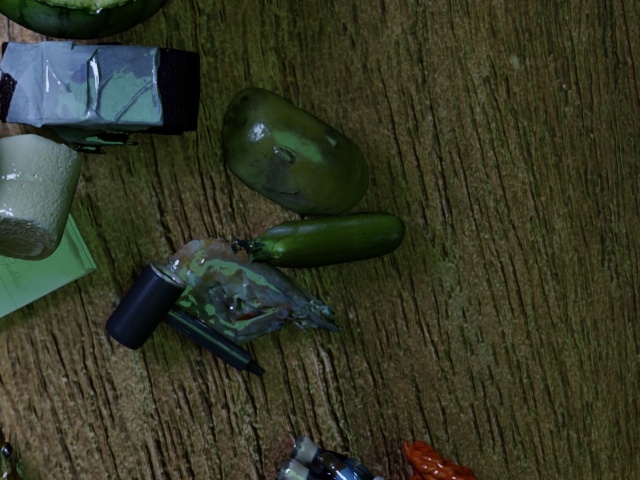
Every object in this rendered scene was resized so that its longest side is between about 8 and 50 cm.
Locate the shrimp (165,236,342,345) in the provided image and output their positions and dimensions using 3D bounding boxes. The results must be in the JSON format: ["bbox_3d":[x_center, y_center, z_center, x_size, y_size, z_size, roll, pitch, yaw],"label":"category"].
[{"bbox_3d":[-0.109,0.109,1.774,0.317,0.062,0.164,25,87,-20],"label":"shrimp"}]

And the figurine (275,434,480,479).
[{"bbox_3d":[0.112,0.444,1.746,0.412,0.306,0.241,19,92,-23],"label":"figurine"}]

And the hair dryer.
[{"bbox_3d":[-0.197,0.154,1.699,0.255,0.070,0.128,38,95,-17],"label":"hair dryer"}]

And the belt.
[{"bbox_3d":[-0.319,-0.207,1.603,0.289,0.184,0.164,1,95,-20],"label":"belt"}]

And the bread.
[{"bbox_3d":[-0.416,-0.061,1.553,0.134,0.148,0.141,24,59,-26],"label":"bread"}]

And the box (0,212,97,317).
[{"bbox_3d":[-0.440,0.038,1.629,0.198,0.029,0.109,-29,103,-21],"label":"box"}]

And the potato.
[{"bbox_3d":[-0.027,-0.137,1.783,0.272,0.111,0.160,32,75,-23],"label":"potato"}]

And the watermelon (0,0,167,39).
[{"bbox_3d":[-0.352,-0.392,1.565,0.331,0.189,0.330,3,58,-5],"label":"watermelon"}]

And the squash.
[{"bbox_3d":[0.001,0.002,1.797,0.331,0.087,0.087,-8,94,-35],"label":"squash"}]

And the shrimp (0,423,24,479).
[{"bbox_3d":[-0.495,0.409,1.593,0.152,0.063,0.287,-2,93,-14],"label":"shrimp"}]
